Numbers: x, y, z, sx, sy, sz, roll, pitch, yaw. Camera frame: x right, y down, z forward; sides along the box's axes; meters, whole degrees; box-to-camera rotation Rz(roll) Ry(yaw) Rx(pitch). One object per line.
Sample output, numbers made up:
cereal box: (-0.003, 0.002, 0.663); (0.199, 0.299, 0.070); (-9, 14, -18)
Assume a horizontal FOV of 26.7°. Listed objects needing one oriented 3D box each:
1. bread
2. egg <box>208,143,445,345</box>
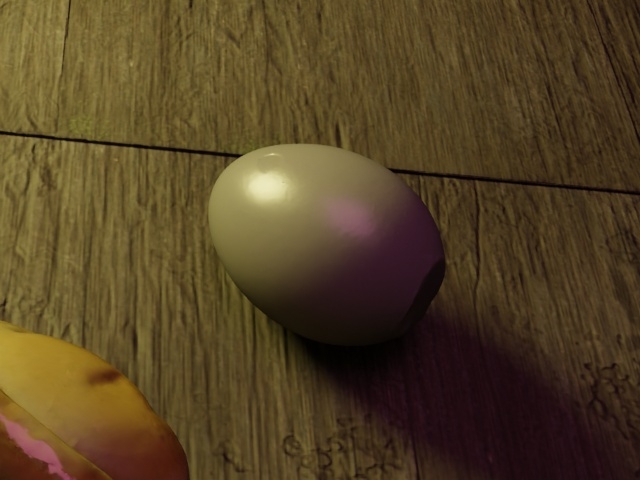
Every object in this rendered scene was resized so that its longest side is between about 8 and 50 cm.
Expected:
bread: (-0.227, 0.194, 0.930); (0.316, 0.270, 0.211); (39, 38, 21)
egg: (0.000, 0.000, 1.250); (0.232, 0.176, 0.176); (24, 45, 21)
